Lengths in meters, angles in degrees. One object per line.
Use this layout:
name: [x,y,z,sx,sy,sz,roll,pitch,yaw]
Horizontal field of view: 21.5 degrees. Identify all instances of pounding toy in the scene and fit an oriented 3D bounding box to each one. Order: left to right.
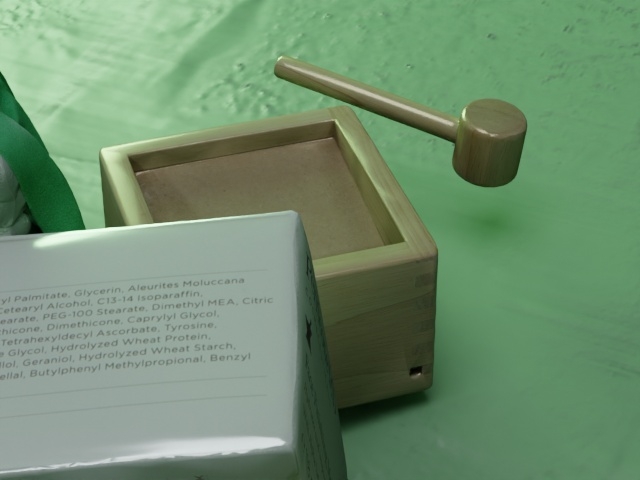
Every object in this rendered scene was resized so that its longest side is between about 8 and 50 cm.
pounding toy: [0.003,-0.006,0.818,0.206,0.094,0.181,-11,39,-14]

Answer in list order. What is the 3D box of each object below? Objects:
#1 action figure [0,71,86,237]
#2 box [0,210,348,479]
action figure: [-0.134,-0.002,0.731,0.063,0.232,0.137,-24,46,-14]
box: [-0.084,0.096,0.659,0.182,0.181,0.119,-6,45,4]
